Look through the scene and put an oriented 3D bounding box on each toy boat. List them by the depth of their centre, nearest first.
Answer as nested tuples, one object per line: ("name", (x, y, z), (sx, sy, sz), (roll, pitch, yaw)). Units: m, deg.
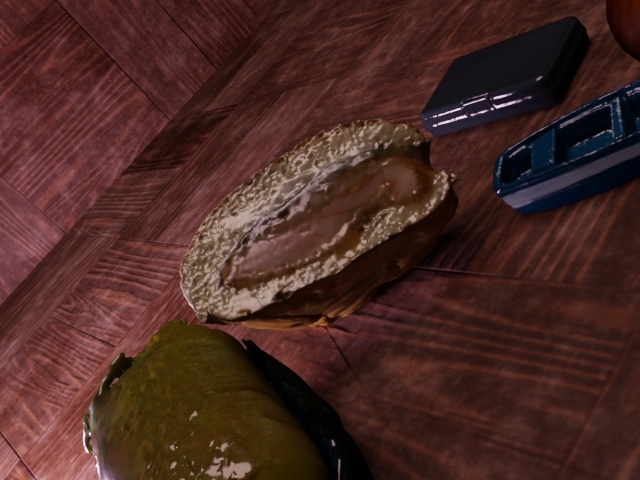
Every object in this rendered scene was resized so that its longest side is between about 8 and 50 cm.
("toy boat", (0.326, -0.112, 0.821), (0.299, 0.062, 0.096), (-25, 30, 35))

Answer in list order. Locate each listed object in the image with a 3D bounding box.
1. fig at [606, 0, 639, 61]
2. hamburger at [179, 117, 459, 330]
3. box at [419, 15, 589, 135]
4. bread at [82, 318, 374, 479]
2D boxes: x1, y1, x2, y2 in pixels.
("fig", (0.402, -0.286, 0.837), (0.205, 0.205, 0.205), (-33, 27, 19))
("hamburger", (0.002, 0.003, 0.945), (0.329, 0.209, 0.162), (-34, 69, -2))
("box", (0.263, -0.236, 1.122), (0.230, 0.050, 0.160), (-9, 41, 50))
("bread", (-0.104, 0.233, 0.759), (0.251, 0.208, 0.376), (-49, 29, -2))
